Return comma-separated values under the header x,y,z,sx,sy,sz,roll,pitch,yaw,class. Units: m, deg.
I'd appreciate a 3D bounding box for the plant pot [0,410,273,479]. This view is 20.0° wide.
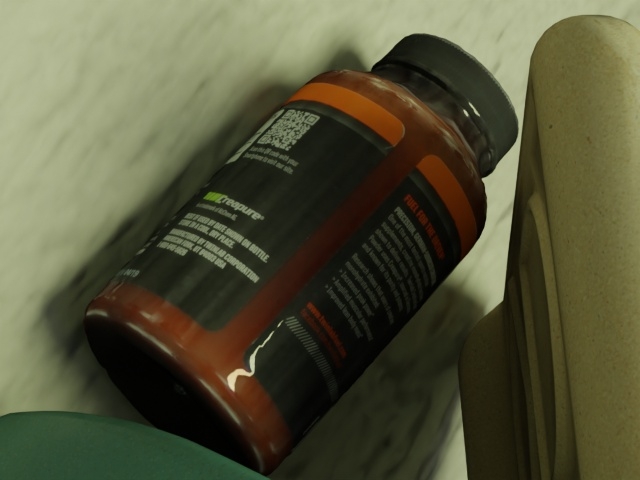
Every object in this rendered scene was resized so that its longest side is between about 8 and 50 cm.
x,y,z,sx,sy,sz,roll,pitch,yaw,class
-0.071,0.167,0.667,0.166,0.234,0.165,-44,128,-17,plant pot

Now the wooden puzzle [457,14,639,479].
x,y,z,sx,sy,sz,roll,pitch,yaw,class
0.120,0.126,0.718,0.080,0.348,0.322,-3,69,-3,wooden puzzle

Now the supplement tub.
x,y,z,sx,sy,sz,roll,pitch,yaw,class
0.000,0.000,0.772,0.198,0.106,0.106,-46,129,-21,supplement tub
